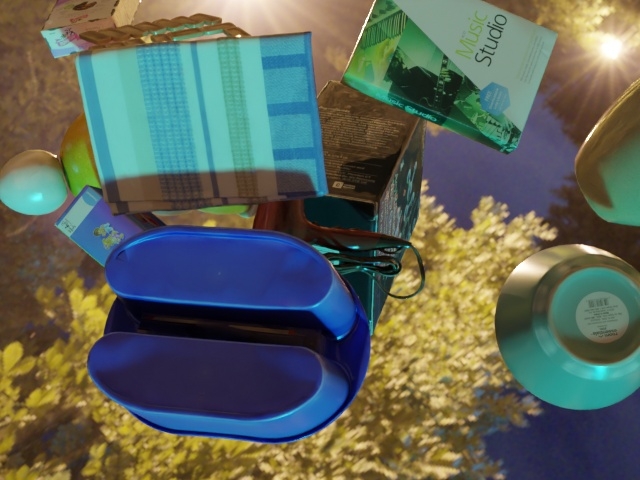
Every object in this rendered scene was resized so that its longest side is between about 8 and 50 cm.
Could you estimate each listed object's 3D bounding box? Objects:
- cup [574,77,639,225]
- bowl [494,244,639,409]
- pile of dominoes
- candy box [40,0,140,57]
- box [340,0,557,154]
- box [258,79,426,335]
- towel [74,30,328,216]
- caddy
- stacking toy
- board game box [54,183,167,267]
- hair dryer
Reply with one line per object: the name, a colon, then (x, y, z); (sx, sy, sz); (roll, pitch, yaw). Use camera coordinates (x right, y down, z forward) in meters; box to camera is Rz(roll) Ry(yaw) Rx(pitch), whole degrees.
cup: (0.667, -0.159, 1.732); (0.331, 0.237, 0.331); (25, -128, -36)
bowl: (0.478, 0.143, 1.521); (0.311, 0.311, 0.163); (53, 175, 13)
pile of dominoes: (-0.251, -0.315, 1.388); (0.251, 0.040, 0.196); (-16, -145, -24)
candy box: (-0.499, -0.492, 1.855); (0.196, 0.164, 0.070); (-87, -15, -47)
box: (0.224, -0.316, 1.470); (0.322, 0.232, 0.058); (22, 167, -1)
box: (0.052, -0.072, 1.578); (0.212, 0.294, 0.395); (10, -141, 14)
towel: (-0.139, -0.135, 1.006); (0.034, 0.285, 0.209); (-78, -18, -65)
caddy: (-0.111, 0.114, 1.024); (0.179, 0.341, 0.241); (69, -154, -70)
stacking toy: (-0.357, -0.163, 1.574); (0.479, 0.351, 0.351); (-16, -121, -21)
board game box: (-0.219, 0.060, 1.318); (0.347, 0.078, 0.233); (39, -179, 4)
hair dryer: (0.000, 0.000, 1.285); (0.223, 0.080, 0.294); (-30, -96, -23)
